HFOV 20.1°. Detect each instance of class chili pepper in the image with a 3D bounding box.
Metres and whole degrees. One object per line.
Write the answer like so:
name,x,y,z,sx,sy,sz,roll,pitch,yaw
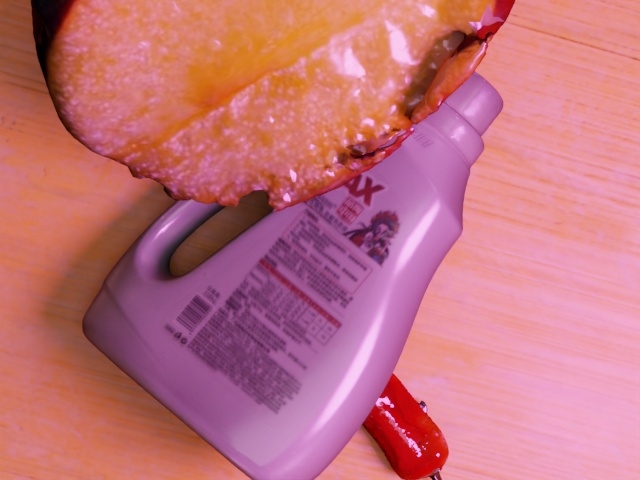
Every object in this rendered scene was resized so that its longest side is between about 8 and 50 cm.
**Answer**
chili pepper,0.058,0.148,1.651,0.059,0.050,0.268,-35,94,3

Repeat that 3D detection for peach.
peach,-0.043,-0.224,1.481,0.416,0.353,0.339,-43,125,-14

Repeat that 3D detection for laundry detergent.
laundry detergent,0.000,0.000,1.591,0.264,0.125,0.398,38,85,19
